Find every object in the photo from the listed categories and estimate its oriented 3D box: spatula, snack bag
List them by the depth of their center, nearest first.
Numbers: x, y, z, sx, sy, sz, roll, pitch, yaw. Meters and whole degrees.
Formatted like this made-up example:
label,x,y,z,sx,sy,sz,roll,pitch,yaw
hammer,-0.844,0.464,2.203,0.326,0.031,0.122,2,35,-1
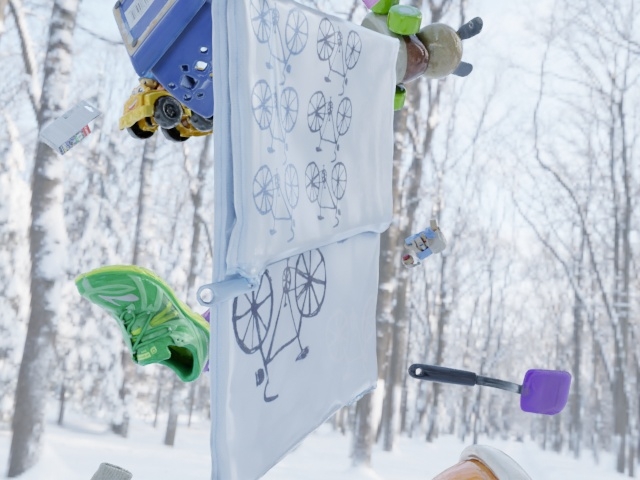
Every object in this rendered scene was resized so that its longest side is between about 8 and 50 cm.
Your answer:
label,x,y,z,sx,sy,sz,roll,pitch,yaw
snack bag,0.000,0.000,0.630,0.037,0.343,0.323,5,8,21
spatula,0.304,0.257,1.469,0.296,0.084,0.030,9,3,2

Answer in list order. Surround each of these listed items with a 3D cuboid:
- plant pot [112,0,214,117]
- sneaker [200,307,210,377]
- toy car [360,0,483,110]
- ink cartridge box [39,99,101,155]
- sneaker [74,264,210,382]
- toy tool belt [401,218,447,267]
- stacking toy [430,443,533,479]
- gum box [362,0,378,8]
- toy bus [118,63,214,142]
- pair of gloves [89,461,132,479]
label,x,y,z,sx,sy,sz,roll,pitch,yaw
plant pot,-0.254,-0.414,1.556,0.236,0.236,0.212,-44,-38,23
sneaker,-0.232,0.181,1.712,0.104,0.236,0.095,19,22,-16
toy car,0.166,-0.306,1.284,0.188,0.149,0.155,-8,-50,-21
ink cartridge box,-0.496,-0.227,1.629,0.063,0.115,0.029,34,-25,23
sneaker,-0.286,0.141,1.373,0.109,0.123,0.295,-26,-49,28
toy tool belt,0.162,0.002,1.330,0.083,0.052,0.051,-31,-65,6
stacking toy,0.054,0.465,0.950,0.480,0.351,0.350,-14,-11,-9
gum box,0.005,-0.277,0.658,0.062,0.188,0.107,-39,-46,12
toy bus,-0.328,-0.331,1.782,0.220,0.211,0.149,-3,-4,-43
pair of gloves,-0.400,0.571,1.614,0.240,0.204,0.042,42,-4,-25
